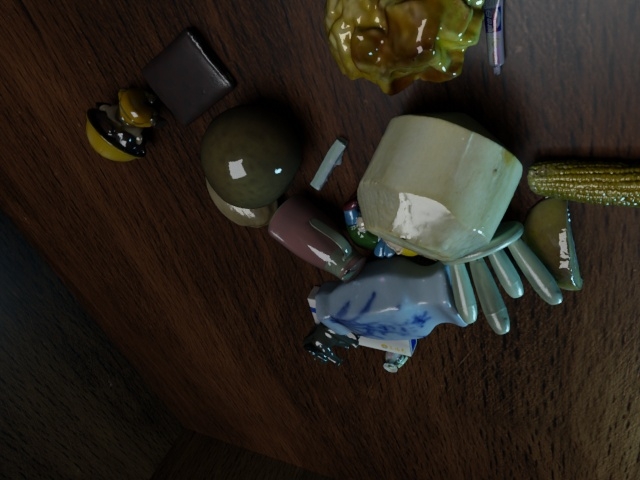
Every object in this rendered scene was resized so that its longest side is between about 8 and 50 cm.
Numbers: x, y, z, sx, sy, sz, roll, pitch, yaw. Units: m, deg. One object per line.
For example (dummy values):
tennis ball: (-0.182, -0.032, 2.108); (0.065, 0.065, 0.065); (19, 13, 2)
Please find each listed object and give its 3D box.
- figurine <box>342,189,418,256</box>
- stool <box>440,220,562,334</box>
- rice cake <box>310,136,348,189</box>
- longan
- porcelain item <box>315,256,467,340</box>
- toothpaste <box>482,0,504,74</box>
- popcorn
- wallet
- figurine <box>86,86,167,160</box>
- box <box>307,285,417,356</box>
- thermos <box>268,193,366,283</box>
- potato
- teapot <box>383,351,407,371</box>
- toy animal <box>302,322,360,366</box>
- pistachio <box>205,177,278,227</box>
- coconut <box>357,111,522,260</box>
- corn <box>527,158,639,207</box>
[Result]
figurine: (0.183, -0.044, 1.166); (0.234, 0.127, 0.185); (9, 129, 40)
stool: (0.394, 0.080, 1.048); (0.195, 0.196, 0.198); (180, 67, -80)
rice cake: (0.024, -0.192, 1.178); (0.042, 0.030, 0.180); (38, 139, 2)
longan: (-0.167, -0.203, 1.128); (0.258, 0.258, 0.257); (17, 137, 17)
porcelain item: (0.194, 0.165, 1.280); (0.406, 0.178, 0.242); (-13, 139, 35)
toothpaste: (0.311, -0.382, 0.820); (0.045, 0.028, 0.169); (8, 132, 35)
popcorn: (0.125, -0.404, 0.787); (0.265, 0.225, 0.332); (-31, 88, 34)
wallet: (-0.339, -0.415, 1.176); (0.229, 0.049, 0.182); (-19, 118, 40)
figurine: (-0.564, -0.331, 1.308); (0.257, 0.167, 0.192); (-32, 95, 44)
box: (0.138, 0.266, 1.523); (0.344, 0.065, 0.200); (8, 133, 26)
thermos: (0.000, 0.000, 1.231); (0.265, 0.146, 0.176); (38, 161, 21)
potato: (0.515, 0.031, 1.038); (0.121, 0.100, 0.261); (-6, 126, 35)
teapot: (0.260, 0.421, 1.599); (0.083, 0.064, 0.064); (-10, 125, 38)
toy animal: (0.033, 0.334, 1.538); (0.146, 0.114, 0.245); (29, 119, -6)
pistachio: (-0.227, -0.128, 1.323); (0.238, 0.153, 0.138); (30, 179, 6)
coconut: (0.234, -0.121, 0.928); (0.323, 0.323, 0.322); (17, 137, 17)
corn: (0.569, -0.108, 0.876); (0.320, 0.097, 0.096); (9, 134, 27)
